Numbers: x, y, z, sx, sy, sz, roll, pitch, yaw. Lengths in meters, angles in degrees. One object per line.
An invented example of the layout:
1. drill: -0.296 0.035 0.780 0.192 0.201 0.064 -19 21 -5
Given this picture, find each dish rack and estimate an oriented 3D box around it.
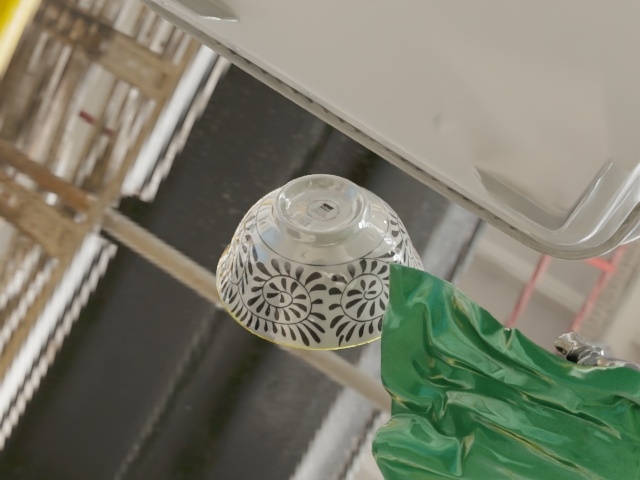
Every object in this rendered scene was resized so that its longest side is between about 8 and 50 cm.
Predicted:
1. dish rack: 0.062 -0.148 0.767 0.333 0.072 0.285 32 -53 1

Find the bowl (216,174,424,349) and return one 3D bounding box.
1. bowl: 0.000 0.000 1.317 0.170 0.170 0.080 29 -42 30

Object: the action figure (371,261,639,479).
1. action figure: 0.118 0.091 0.859 0.232 0.063 0.137 11 -71 54
